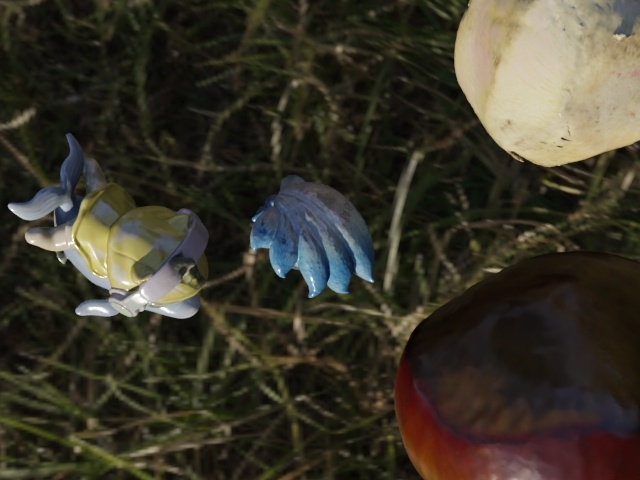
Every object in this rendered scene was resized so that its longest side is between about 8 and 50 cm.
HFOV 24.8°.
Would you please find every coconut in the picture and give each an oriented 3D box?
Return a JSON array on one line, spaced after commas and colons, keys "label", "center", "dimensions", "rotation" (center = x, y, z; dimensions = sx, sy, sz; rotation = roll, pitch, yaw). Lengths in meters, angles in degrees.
[{"label": "coconut", "center": [0.335, -0.258, 1.876], "dimensions": [0.353, 0.352, 0.352], "rotation": [-3, 83, 27]}]

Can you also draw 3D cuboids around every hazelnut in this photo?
[{"label": "hazelnut", "center": [0.166, 0.117, 1.004], "dimensions": [0.229, 0.229, 0.229], "rotation": [-3, 83, 27]}]

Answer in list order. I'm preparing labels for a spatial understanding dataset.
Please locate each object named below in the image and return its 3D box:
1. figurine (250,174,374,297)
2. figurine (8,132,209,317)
[{"label": "figurine", "center": [0.000, 0.000, 1.145], "dimensions": [0.079, 0.114, 0.114], "rotation": [-44, 67, 29]}, {"label": "figurine", "center": [-0.192, 0.001, 1.385], "dimensions": [0.184, 0.208, 0.128], "rotation": [-4, 47, 56]}]
